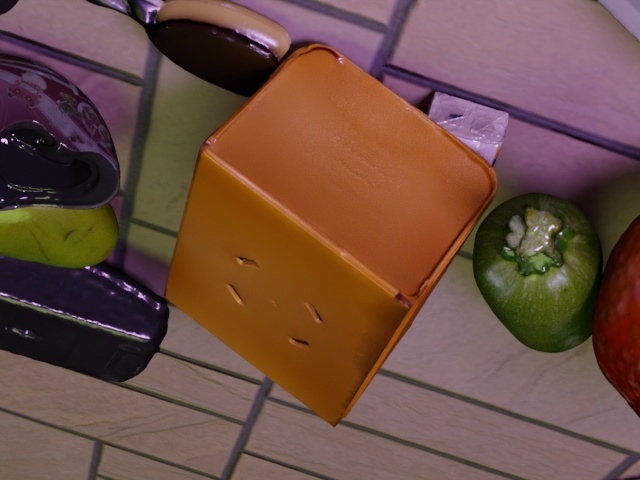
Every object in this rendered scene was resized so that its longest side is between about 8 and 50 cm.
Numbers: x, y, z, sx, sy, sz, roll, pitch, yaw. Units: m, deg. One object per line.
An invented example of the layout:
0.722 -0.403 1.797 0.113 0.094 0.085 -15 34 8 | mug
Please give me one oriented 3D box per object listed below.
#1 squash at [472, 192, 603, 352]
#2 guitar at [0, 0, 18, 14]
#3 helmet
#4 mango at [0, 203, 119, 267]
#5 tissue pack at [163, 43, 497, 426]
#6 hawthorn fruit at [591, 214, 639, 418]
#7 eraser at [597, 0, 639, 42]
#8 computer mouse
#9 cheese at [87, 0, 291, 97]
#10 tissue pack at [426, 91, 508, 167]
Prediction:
0.170 0.026 1.181 0.101 0.101 0.378 10 173 12 | squash
-0.205 -0.199 1.105 0.271 0.084 0.038 -2 150 19 | guitar
-0.255 -0.095 1.273 0.176 0.107 0.153 11 154 -32 | helmet
-0.260 -0.031 1.412 0.163 0.089 0.117 15 146 -23 | mango
0.000 0.000 1.213 0.194 0.145 0.274 35 153 5 | tissue pack
0.346 0.067 1.096 0.284 0.284 0.284 13 151 7 | hawthorn fruit
0.215 -0.169 0.932 0.352 0.061 0.089 35 153 -31 | eraser
-0.285 0.053 1.547 0.269 0.100 0.170 19 156 -14 | computer mouse
-0.107 -0.161 1.145 0.162 0.036 0.086 22 154 -9 | cheese
0.107 -0.072 1.181 0.062 0.042 0.083 17 152 5 | tissue pack
